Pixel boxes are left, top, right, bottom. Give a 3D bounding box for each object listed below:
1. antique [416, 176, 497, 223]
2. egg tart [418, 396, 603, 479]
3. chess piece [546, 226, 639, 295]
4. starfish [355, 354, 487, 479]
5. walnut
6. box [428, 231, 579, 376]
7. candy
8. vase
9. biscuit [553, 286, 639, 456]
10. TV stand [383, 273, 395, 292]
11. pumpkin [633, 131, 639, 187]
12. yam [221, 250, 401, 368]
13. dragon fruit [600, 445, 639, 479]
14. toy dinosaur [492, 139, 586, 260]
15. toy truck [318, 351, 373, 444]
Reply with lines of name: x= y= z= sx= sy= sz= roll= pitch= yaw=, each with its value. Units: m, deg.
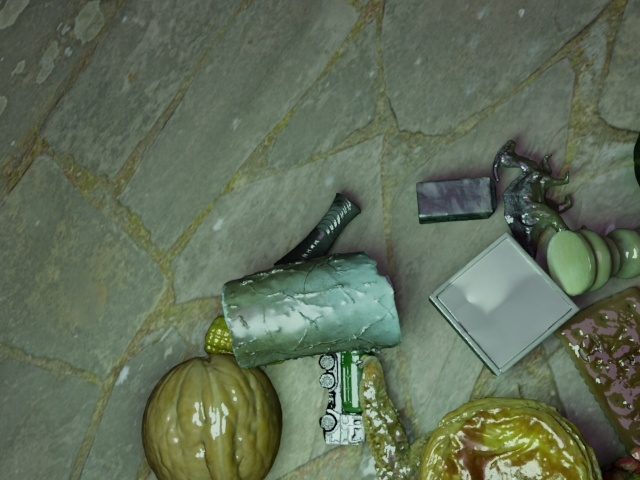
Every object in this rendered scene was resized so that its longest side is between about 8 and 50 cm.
antique: x=0.319 y=-0.093 z=1.431 sx=0.183 sy=0.088 sz=0.086 roll=-4 pitch=80 yaw=10
egg tart: x=0.370 y=0.478 z=1.200 sx=0.352 sy=0.150 sz=0.352 roll=-13 pitch=54 yaw=19
chess piece: x=0.638 y=0.031 z=1.311 sx=0.251 sy=0.144 sz=0.144 roll=-8 pitch=77 yaw=-14
starfish: x=0.231 y=0.466 z=1.315 sx=0.324 sy=0.082 sz=0.432 roll=1 pitch=83 yaw=-5
walnut: x=-0.235 y=0.416 z=1.344 sx=0.333 sy=0.333 sz=0.333 roll=-2 pitch=80 yaw=10
box: x=0.401 y=0.143 z=1.359 sx=0.225 sy=0.117 sz=0.225 roll=-40 pitch=76 yaw=1
candy: x=-0.172 y=0.249 z=1.461 sx=0.199 sy=0.094 sz=0.106 roll=16 pitch=82 yaw=6
vase: x=0.000 y=0.000 z=1.471 sx=0.115 sy=0.115 sz=0.237 roll=37 pitch=85 yaw=14
biscuit: x=0.681 y=0.281 z=1.320 sx=0.217 sy=0.044 sz=0.325 roll=-28 pitch=76 yaw=6
TV stand: x=0.052 y=0.148 z=1.461 sx=0.256 sy=0.040 sz=0.049 roll=-21 pitch=76 yaw=6
pumpkin: x=0.826 y=-0.183 z=1.298 sx=0.300 sy=0.207 sz=0.300 roll=1 pitch=94 yaw=11
yam: x=-0.027 y=0.152 z=1.300 sx=0.348 sy=0.241 sz=0.241 roll=-8 pitch=78 yaw=-7
dragon fruit: x=0.656 y=0.551 z=1.180 sx=0.314 sy=0.296 sz=0.263 roll=1 pitch=46 yaw=20
toy dinosaur: x=0.499 y=-0.095 z=1.405 sx=0.162 sy=0.077 sz=0.294 roll=-13 pitch=74 yaw=8
toy truck: x=0.062 y=0.342 z=1.395 sx=0.125 sy=0.101 sz=0.242 roll=-1 pitch=80 yaw=7
